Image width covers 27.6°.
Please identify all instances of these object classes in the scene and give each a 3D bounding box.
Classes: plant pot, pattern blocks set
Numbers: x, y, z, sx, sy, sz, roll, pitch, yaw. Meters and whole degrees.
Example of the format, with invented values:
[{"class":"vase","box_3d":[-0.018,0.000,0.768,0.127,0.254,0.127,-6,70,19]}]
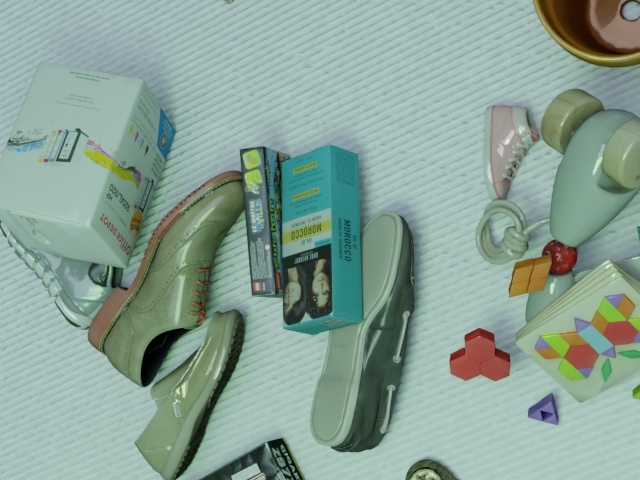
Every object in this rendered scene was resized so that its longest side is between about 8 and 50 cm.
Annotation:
[{"class":"plant pot","box_3d":[0.385,-0.312,1.656,0.205,0.188,0.205,-1,87,19]},{"class":"pattern blocks set","box_3d":[0.348,0.119,1.640,0.285,0.026,0.325,28,124,-12]}]

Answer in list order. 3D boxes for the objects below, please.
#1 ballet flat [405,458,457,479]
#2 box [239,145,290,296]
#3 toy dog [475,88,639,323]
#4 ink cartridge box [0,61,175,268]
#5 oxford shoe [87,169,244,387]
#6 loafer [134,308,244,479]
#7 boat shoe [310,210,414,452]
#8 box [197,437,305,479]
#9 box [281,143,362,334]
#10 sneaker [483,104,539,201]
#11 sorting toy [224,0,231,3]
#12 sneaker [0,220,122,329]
[{"class":"ballet flat","box_3d":[0.176,0.415,1.749,0.084,0.058,0.249,-22,80,16]},{"class":"box","box_3d":[-0.069,-0.023,1.834,0.036,0.114,0.207,-7,85,19]},{"class":"toy dog","box_3d":[0.357,-0.041,1.657,0.220,0.161,0.333,62,144,32]},{"class":"ink cartridge box","box_3d":[-0.338,-0.104,1.864,0.168,0.171,0.232,12,70,15]},{"class":"oxford shoe","box_3d":[-0.189,0.058,1.864,0.130,0.123,0.348,45,111,24]},{"class":"loafer","box_3d":[-0.191,0.213,1.864,0.092,0.102,0.268,25,96,7]},{"class":"boat shoe","box_3d":[0.072,0.128,1.798,0.112,0.095,0.335,13,86,50]},{"class":"box","box_3d":[-0.136,0.467,1.845,0.322,0.079,0.257,-32,76,14]},{"class":"box","box_3d":[0.000,0.000,1.794,0.100,0.060,0.244,-18,66,42]},{"class":"sneaker","box_3d":[0.259,-0.119,1.759,0.070,0.051,0.134,-2,81,24]},{"class":"sorting toy","box_3d":[-0.135,-0.401,1.935,0.062,0.012,0.083,38,99,18]},{"class":"sneaker","box_3d":[-0.373,0.011,1.962,0.132,0.086,0.228,-39,84,7]}]
